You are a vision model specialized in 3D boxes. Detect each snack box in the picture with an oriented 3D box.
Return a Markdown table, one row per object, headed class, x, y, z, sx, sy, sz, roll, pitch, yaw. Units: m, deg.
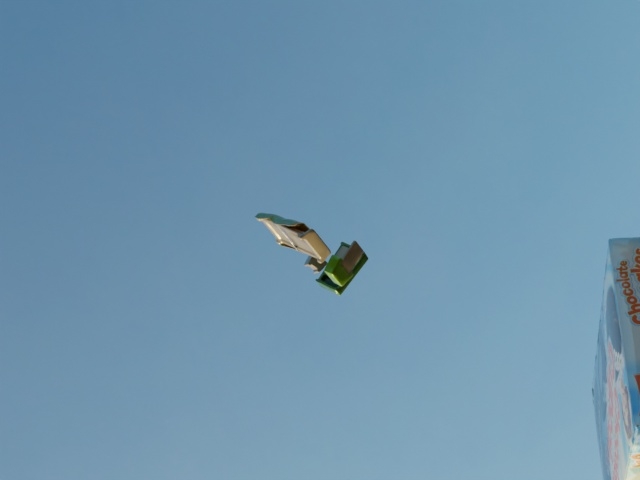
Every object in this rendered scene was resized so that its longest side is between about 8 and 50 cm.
| class | x | y | z | sx | sy | sz | roll | pitch | yaw |
| --- | --- | --- | --- | --- | --- | --- | --- | --- | --- |
| snack box | 0.308 | 0.158 | 1.170 | 0.322 | 0.060 | 0.187 | 75 | -168 | -56 |

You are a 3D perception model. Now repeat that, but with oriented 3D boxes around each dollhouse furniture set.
| class | x | y | z | sx | sy | sz | roll | pitch | yaw |
| --- | --- | --- | --- | --- | --- | --- | --- | --- | --- |
| dollhouse furniture set | 0.000 | 0.000 | 1.348 | 0.058 | 0.076 | 0.151 | -55 | -40 | -14 |
